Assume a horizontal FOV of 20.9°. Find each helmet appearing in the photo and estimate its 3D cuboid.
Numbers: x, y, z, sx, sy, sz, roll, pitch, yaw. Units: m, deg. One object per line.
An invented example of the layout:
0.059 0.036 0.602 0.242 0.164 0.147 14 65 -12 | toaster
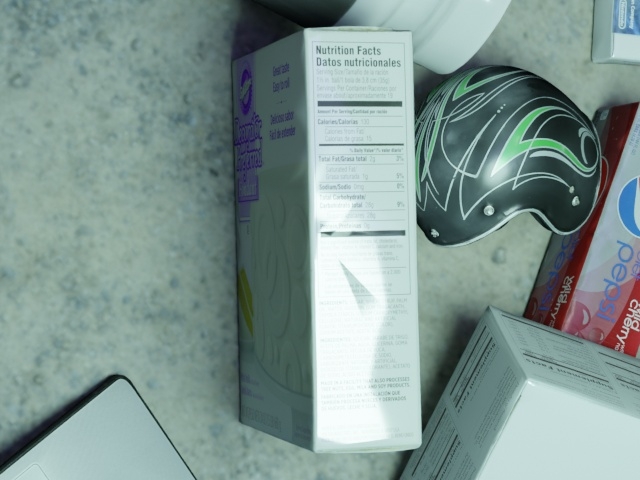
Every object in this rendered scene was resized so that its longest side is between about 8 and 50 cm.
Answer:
0.151 -0.072 1.541 0.162 0.169 0.169 11 86 -34 | helmet

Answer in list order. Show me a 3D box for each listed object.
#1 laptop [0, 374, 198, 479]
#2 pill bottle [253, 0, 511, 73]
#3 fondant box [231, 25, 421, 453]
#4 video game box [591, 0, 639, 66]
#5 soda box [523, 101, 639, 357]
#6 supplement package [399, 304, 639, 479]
-0.126 0.357 1.350 0.382 0.236 0.408 -39 101 -36 | laptop
-0.012 -0.297 1.462 0.363 0.210 0.210 25 82 -16 | pill bottle
0.000 0.000 1.450 0.096 0.238 0.330 0 90 -17 | fondant box
0.357 -0.264 1.669 0.187 0.048 0.205 3 89 -20 | video game box
0.268 0.008 1.613 0.083 0.092 0.263 22 83 -18 | soda box
0.193 0.226 1.512 0.204 0.145 0.261 20 109 -16 | supplement package
